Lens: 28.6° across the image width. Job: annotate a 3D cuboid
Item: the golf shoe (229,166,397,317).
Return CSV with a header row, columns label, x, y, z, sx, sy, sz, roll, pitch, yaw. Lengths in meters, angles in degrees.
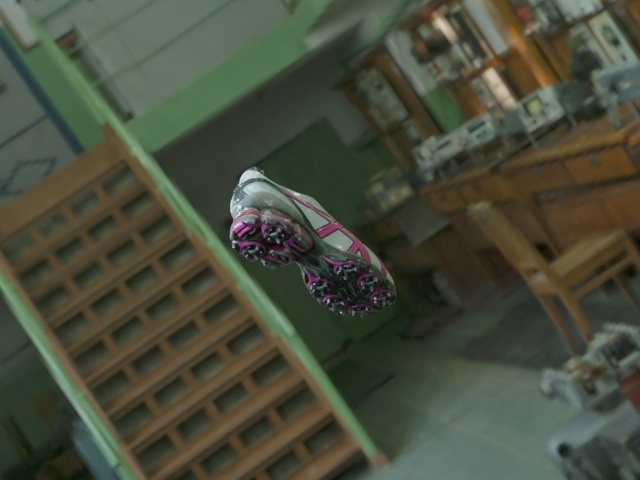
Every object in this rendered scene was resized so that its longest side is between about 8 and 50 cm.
label,x,y,z,sx,sy,sz,roll,pitch,yaw
golf shoe,0.000,0.000,1.103,0.067,0.186,0.086,-32,40,31
